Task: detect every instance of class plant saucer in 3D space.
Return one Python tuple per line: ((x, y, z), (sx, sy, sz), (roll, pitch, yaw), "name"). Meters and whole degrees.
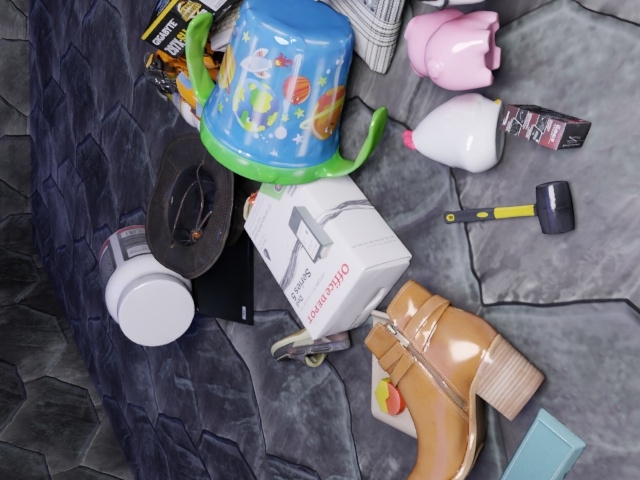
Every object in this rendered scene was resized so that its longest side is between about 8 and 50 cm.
((0.285, 0.319, 0.717), (0.067, 0.018, 0.192), (40, 128, 39), "plant saucer")

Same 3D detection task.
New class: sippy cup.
((-0.056, -0.243, 0.809), (0.240, 0.305, 0.224), (-98, 21, -44), "sippy cup")

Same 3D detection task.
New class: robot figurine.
((-0.212, -0.320, 1.039), (0.291, 0.211, 0.085), (46, 141, 21), "robot figurine")

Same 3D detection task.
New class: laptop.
((-0.251, 0.057, 1.323), (0.264, 0.136, 0.234), (-132, 42, -69), "laptop")

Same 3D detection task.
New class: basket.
((-0.119, -0.409, 0.966), (0.167, 0.113, 0.103), (7, 102, 50), "basket")

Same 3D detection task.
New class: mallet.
((0.233, -0.045, 0.682), (0.189, 0.039, 0.062), (9, 107, 54), "mallet")

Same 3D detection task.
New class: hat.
((-0.243, -0.072, 1.144), (0.331, 0.134, 0.332), (-6, 81, 44), "hat")

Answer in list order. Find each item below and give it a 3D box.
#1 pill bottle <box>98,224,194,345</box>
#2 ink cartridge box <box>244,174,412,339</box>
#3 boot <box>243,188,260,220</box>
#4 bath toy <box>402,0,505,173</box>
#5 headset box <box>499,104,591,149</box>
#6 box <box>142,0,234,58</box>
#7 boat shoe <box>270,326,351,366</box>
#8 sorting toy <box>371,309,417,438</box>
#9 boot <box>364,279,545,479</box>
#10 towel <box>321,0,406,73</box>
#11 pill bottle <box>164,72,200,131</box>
((-0.452, 0.110, 1.369), (0.363, 0.210, 0.210), (-141, 51, -58), "pill bottle")
((0.000, 0.000, 0.914), (0.273, 0.114, 0.198), (55, 136, 27), "ink cartridge box")
((-0.096, -0.089, 1.038), (0.059, 0.084, 0.158), (60, 136, 25), "boot")
((0.140, -0.240, 0.611), (0.129, 0.151, 0.348), (4, 128, 28), "bath toy")
((0.259, -0.130, 0.603), (0.083, 0.062, 0.032), (36, 126, 40), "headset box")
((-0.181, -0.508, 0.924), (0.257, 0.079, 0.322), (-14, 56, 52), "box")
((-0.022, 0.209, 1.022), (0.223, 0.080, 0.073), (-37, 65, 44), "boat shoe")
((0.148, 0.228, 0.848), (0.193, 0.038, 0.208), (9, 106, 50), "sorting toy")
((0.139, 0.216, 0.741), (0.220, 0.109, 0.283), (37, 112, 22), "boot")
((0.024, -0.451, 0.739), (0.324, 0.056, 0.312), (57, 159, 24), "towel")
((-0.268, -0.322, 1.166), (0.208, 0.119, 0.119), (51, 134, 30), "pill bottle")
